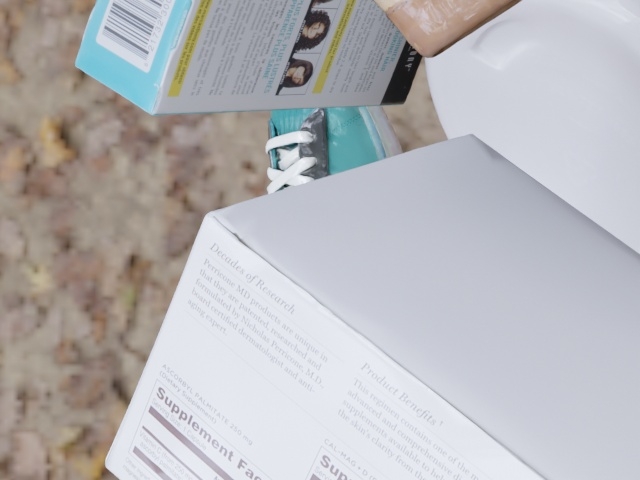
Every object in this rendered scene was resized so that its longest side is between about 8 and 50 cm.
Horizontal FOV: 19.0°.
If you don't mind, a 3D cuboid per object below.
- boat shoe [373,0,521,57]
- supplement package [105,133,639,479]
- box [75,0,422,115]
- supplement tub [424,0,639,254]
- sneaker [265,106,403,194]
[{"bbox_3d":[0.146,-0.165,0.836,0.116,0.324,0.123,65,161,5],"label":"boat shoe"},{"bbox_3d":[0.082,0.095,0.826,0.262,0.204,0.145,38,122,24],"label":"supplement package"},{"bbox_3d":[-0.021,-0.128,1.051,0.060,0.244,0.100,33,111,27],"label":"box"},{"bbox_3d":[0.241,-0.147,1.088,0.235,0.325,0.235,34,149,24],"label":"supplement tub"},{"bbox_3d":[0.000,0.000,1.473,0.108,0.121,0.302,-12,93,53],"label":"sneaker"}]
